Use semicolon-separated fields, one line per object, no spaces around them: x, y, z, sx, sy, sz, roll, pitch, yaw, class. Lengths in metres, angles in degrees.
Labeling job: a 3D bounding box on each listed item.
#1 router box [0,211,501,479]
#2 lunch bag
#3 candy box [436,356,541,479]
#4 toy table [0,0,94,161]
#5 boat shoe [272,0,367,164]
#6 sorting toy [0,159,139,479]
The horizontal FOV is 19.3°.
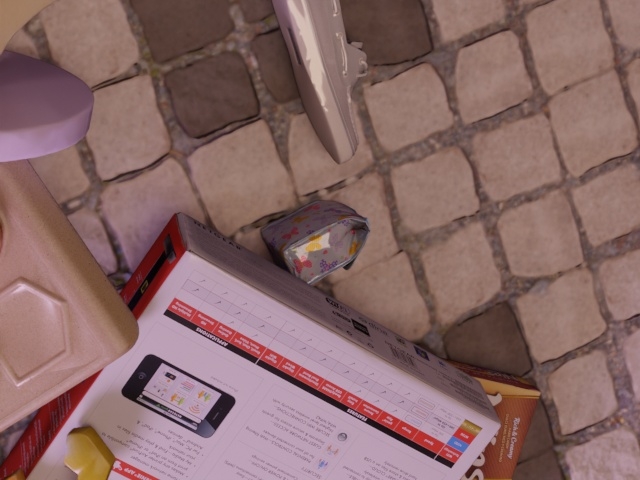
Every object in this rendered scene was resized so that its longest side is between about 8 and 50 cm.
-0.065;0.183;1.641;0.335;0.082;0.301;31;106;-22;router box
0.000;0.000;1.662;0.083;0.071;0.053;-31;114;-11;lunch bag
0.124;0.210;1.771;0.109;0.053;0.186;15;100;-22;candy box
-0.302;-0.169;1.438;0.274;0.252;0.161;-6;123;-32;toy table
0.009;-0.159;1.634;0.063;0.066;0.184;-21;100;-12;boat shoe
-0.267;0.093;1.529;0.229;0.041;0.307;-32;95;13;sorting toy
